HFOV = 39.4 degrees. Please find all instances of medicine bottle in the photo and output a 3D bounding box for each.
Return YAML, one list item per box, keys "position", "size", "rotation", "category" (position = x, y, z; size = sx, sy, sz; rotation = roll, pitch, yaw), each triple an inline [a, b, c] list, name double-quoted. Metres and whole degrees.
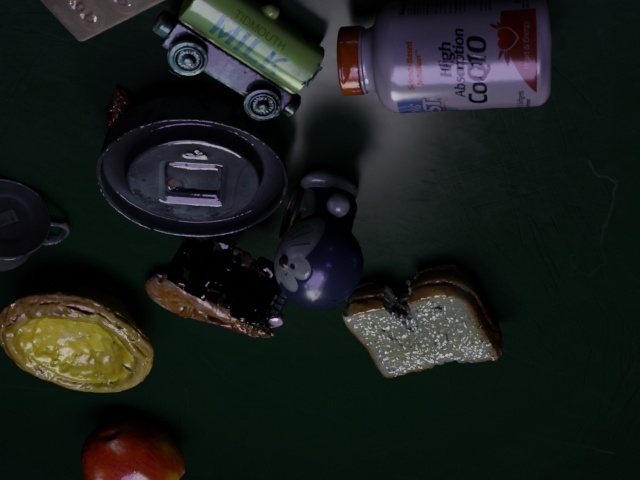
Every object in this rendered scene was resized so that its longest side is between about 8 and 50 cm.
- position: [0.171, -0.259, 1.248]
  size: [0.288, 0.157, 0.157]
  rotation: [-2, 139, 11]
  category: "medicine bottle"

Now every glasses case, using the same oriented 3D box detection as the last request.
- position: [-0.120, 0.175, 1.916]
  size: [0.083, 0.021, 0.032]
  rotation: [-13, 136, 23]
  category: "glasses case"

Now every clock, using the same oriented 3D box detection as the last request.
- position: [0.000, 0.000, 1.519]
  size: [0.146, 0.243, 0.199]
  rotation: [19, 137, -17]
  category: "clock"
- position: [-0.213, -0.119, 1.508]
  size: [0.318, 0.066, 0.319]
  rotation: [-2, 146, -1]
  category: "clock"

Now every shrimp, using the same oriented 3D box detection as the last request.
- position: [-0.229, 0.144, 1.868]
  size: [0.294, 0.062, 0.154]
  rotation: [27, 146, -10]
  category: "shrimp"

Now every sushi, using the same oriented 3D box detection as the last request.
- position: [-0.334, -0.206, 1.479]
  size: [0.047, 0.050, 0.099]
  rotation: [18, 127, -4]
  category: "sushi"

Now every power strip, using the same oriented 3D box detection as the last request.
- position: [-0.274, -0.374, 1.251]
  size: [0.256, 0.070, 0.105]
  rotation: [-19, 134, 26]
  category: "power strip"

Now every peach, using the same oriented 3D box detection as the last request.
- position: [-0.488, 0.582, 2.297]
  size: [0.281, 0.238, 0.281]
  rotation: [19, 149, 12]
  category: "peach"

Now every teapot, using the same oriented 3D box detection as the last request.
- position: [-0.594, -0.011, 1.686]
  size: [0.239, 0.162, 0.149]
  rotation: [-7, 158, -30]
  category: "teapot"

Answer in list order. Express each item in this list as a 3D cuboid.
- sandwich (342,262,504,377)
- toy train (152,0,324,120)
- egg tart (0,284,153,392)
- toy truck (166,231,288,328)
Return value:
- position: [0.203, 0.160, 1.793]
  size: [0.273, 0.095, 0.249]
  rotation: [-15, 132, 26]
  category: "sandwich"
- position: [-0.112, -0.287, 1.318]
  size: [0.253, 0.105, 0.157]
  rotation: [30, 121, -25]
  category: "toy train"
- position: [-0.516, 0.194, 1.916]
  size: [0.345, 0.132, 0.345]
  rotation: [4, 141, 3]
  category: "egg tart"
- position: [-0.160, 0.072, 1.649]
  size: [0.257, 0.127, 0.127]
  rotation: [24, 171, 42]
  category: "toy truck"
